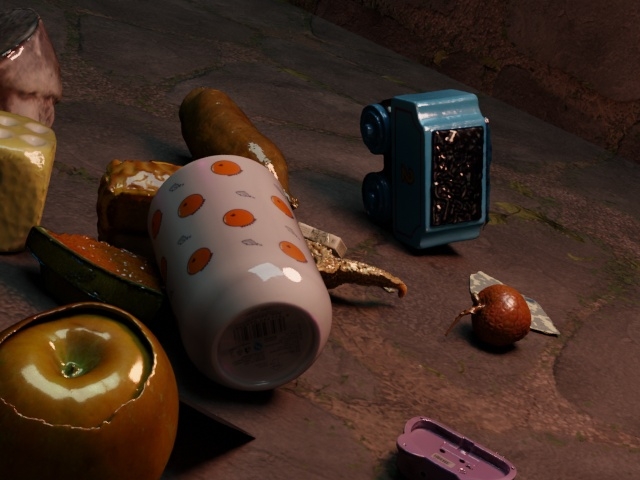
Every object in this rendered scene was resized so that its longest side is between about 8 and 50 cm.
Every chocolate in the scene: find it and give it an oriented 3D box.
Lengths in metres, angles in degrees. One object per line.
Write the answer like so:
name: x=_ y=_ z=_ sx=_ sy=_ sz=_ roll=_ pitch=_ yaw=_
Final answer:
chocolate: x=-0.579 y=-0.247 z=1.967 sx=0.303 sy=0.213 sz=0.303 roll=-16 pitch=31 yaw=10

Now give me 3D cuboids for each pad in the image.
pad: x=-0.145 y=0.198 z=1.335 sx=0.116 sy=0.004 sz=0.193 roll=25 pitch=-10 yaw=15

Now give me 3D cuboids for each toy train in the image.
toy train: x=0.206 y=-0.141 z=2.217 sx=0.187 sy=0.301 sz=0.265 roll=-11 pitch=18 yaw=-26

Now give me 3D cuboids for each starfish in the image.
starfish: x=-0.049 y=0.035 z=1.852 sx=0.293 sy=0.084 sz=0.301 roll=19 pitch=9 yaw=32

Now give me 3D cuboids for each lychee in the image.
lychee: x=0.291 y=0.125 z=1.870 sx=0.101 sy=0.115 sz=0.140 roll=-3 pitch=-23 yaw=37

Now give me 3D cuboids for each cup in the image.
cup: x=-0.111 y=0.048 z=1.559 sx=0.212 sy=0.212 sz=0.317 roll=8 pitch=29 yaw=-23

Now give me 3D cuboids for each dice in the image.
dice: x=-0.495 y=-0.093 z=1.697 sx=0.169 sy=0.169 sz=0.166 roll=12 pitch=21 yaw=-14

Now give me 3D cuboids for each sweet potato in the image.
sweet potato: x=-0.163 y=-0.163 z=2.179 sx=0.157 sy=0.158 sz=0.370 roll=3 pitch=30 yaw=-33

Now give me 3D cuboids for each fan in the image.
fan: x=0.347 y=0.114 z=2.079 sx=0.131 sy=0.009 sz=0.240 roll=3 pitch=25 yaw=-33

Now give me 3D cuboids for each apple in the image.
apple: x=-0.258 y=0.174 z=1.156 sx=0.236 sy=0.208 sz=0.237 roll=13 pitch=22 yaw=-5

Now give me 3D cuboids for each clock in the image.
clock: x=0.162 y=0.289 z=1.426 sx=0.152 sy=0.050 sz=0.110 roll=26 pitch=22 yaw=23

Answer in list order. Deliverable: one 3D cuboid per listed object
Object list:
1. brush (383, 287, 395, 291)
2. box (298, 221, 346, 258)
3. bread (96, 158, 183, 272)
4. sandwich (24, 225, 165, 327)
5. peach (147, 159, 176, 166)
brush: x=0.101 y=0.068 z=1.995 sx=0.016 sy=0.013 sz=0.083 roll=-4 pitch=28 yaw=-41
box: x=0.000 y=0.000 z=1.950 sx=0.083 sy=0.024 sz=0.054 roll=22 pitch=-15 yaw=21
bread: x=-0.236 y=-0.029 z=1.740 sx=0.222 sy=0.182 sz=0.096 roll=7 pitch=36 yaw=-13
sandwich: x=-0.323 y=0.054 z=1.613 sx=0.235 sy=0.079 sz=0.159 roll=23 pitch=11 yaw=5
peach: x=-0.295 y=-0.118 z=2.090 sx=0.077 sy=0.050 sz=0.083 roll=37 pitch=26 yaw=-16
